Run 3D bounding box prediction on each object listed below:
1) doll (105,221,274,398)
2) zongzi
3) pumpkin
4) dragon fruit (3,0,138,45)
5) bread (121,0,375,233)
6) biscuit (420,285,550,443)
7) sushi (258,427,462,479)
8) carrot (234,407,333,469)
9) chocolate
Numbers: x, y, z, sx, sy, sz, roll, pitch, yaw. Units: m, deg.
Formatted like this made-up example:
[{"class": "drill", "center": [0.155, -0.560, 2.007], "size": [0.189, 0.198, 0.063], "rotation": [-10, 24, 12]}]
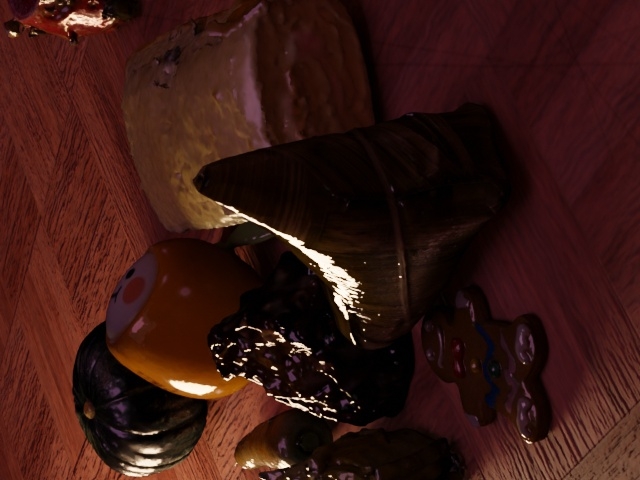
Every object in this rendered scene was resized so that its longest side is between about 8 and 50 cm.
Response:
[{"class": "doll", "center": [-0.138, 0.070, 2.037], "size": [0.236, 0.213, 0.213], "rotation": [-60, 24, -11]}, {"class": "zongzi", "center": [0.000, 0.000, 1.557], "size": [0.286, 0.288, 0.134], "rotation": [112, 144, -51]}, {"class": "pumpkin", "center": [-0.248, 0.209, 2.328], "size": [0.220, 0.162, 0.220], "rotation": [35, 133, 48]}, {"class": "dragon fruit", "center": [-0.359, -0.374, 2.307], "size": [0.282, 0.147, 0.211], "rotation": [56, 148, 35]}, {"class": "bread", "center": [-0.085, -0.135, 1.823], "size": [0.375, 0.165, 0.236], "rotation": [-2, 104, 64]}, {"class": "biscuit", "center": [0.148, 0.114, 1.610], "size": [0.205, 0.031, 0.138], "rotation": [26, 125, 61]}, {"class": "sushi", "center": [0.033, 0.267, 1.800], "size": [0.291, 0.139, 0.131], "rotation": [-13, 97, 63]}, {"class": "carrot", "center": [-0.062, 0.250, 2.071], "size": [0.298, 0.078, 0.078], "rotation": [150, 106, -67]}, {"class": "chocolate", "center": [-0.028, 0.109, 1.804], "size": [0.206, 0.177, 0.224], "rotation": [57, 150, 37]}]
